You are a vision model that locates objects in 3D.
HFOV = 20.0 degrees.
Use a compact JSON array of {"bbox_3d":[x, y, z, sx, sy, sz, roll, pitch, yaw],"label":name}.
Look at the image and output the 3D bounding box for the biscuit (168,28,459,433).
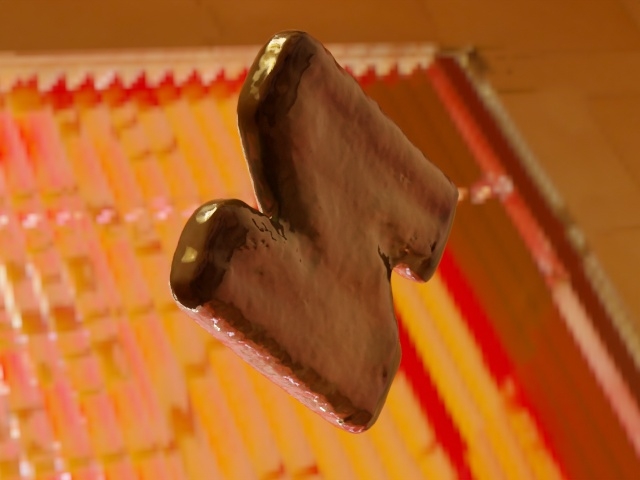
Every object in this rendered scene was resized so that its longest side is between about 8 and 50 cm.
[{"bbox_3d":[0.000,0.000,1.399,0.062,0.291,0.236,10,-108,34],"label":"biscuit"}]
